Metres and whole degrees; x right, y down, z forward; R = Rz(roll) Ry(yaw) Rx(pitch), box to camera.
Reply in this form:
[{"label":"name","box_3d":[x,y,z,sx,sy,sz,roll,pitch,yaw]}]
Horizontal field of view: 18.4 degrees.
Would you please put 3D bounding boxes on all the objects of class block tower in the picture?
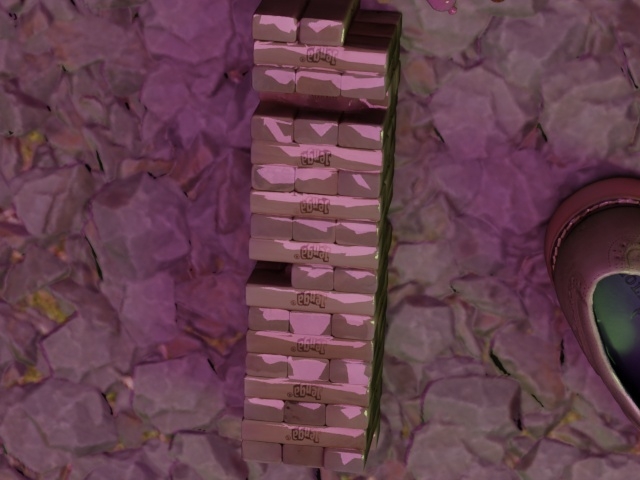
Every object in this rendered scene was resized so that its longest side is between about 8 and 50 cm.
[{"label":"block tower","box_3d":[0.000,0.000,1.337,0.091,0.097,0.335,5,114,8]}]

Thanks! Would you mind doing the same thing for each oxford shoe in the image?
[{"label":"oxford shoe","box_3d":[0.288,0.139,1.317,0.397,0.146,0.140,44,109,-10]}]

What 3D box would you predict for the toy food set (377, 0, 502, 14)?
[{"label":"toy food set","box_3d":[0.098,-0.185,1.289,0.122,0.019,0.078,-1,112,1]}]
